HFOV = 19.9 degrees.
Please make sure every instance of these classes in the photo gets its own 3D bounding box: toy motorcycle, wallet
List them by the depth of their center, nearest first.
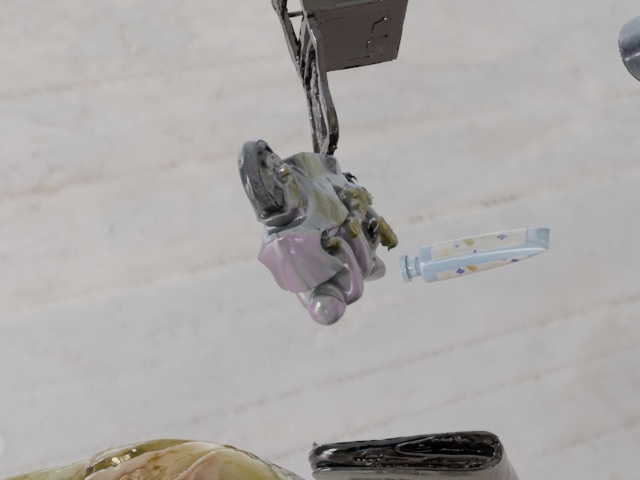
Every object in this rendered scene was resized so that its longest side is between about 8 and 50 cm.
[{"bbox_3d":[0.000,0.000,1.512,0.225,0.073,0.152,18,55,-64],"label":"toy motorcycle"},{"bbox_3d":[0.093,0.222,1.590,0.172,0.318,0.045,-5,69,9],"label":"wallet"}]

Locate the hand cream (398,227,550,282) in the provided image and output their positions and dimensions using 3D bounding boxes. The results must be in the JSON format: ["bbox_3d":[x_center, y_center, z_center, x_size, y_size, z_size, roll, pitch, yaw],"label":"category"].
[{"bbox_3d":[0.173,0.014,2.043,0.171,0.043,0.065,-13,21,14],"label":"hand cream"}]

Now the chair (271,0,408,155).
[{"bbox_3d":[0.028,-0.170,1.667,0.113,0.106,0.229,-11,62,-11],"label":"chair"}]

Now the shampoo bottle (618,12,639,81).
[{"bbox_3d":[0.244,-0.132,0.985,0.072,0.214,0.072,7,76,-28],"label":"shampoo bottle"}]

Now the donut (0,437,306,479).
[{"bbox_3d":[-0.104,0.281,1.054,0.170,0.360,0.360,32,18,-52],"label":"donut"}]
